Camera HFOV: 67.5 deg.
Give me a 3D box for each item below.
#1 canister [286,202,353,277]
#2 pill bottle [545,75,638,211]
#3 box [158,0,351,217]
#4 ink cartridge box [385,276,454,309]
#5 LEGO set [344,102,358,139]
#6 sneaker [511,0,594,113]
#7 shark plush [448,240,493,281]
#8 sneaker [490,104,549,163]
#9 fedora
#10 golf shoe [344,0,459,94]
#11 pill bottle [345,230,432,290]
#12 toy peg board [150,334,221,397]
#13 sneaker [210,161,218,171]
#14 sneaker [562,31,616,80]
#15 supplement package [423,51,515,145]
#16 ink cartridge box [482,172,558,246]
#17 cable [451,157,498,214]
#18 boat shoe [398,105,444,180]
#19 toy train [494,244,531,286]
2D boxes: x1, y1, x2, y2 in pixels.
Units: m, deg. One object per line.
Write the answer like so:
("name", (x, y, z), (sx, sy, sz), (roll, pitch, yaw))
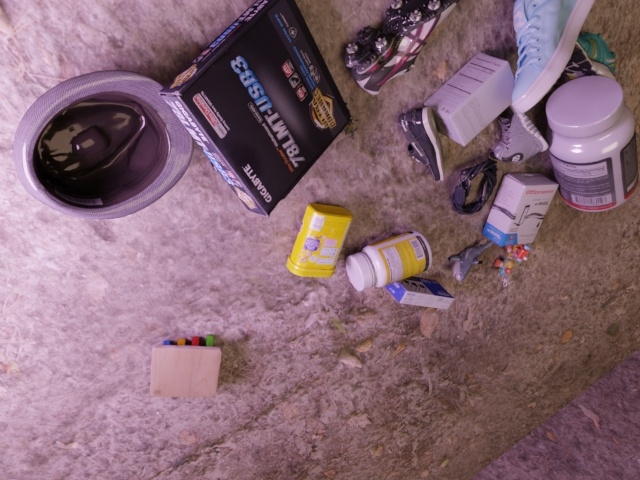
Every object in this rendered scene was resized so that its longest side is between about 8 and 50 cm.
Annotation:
("canister", (0.000, 0.000, 1.177), (0.126, 0.073, 0.169), (5, 117, -32))
("pill bottle", (0.742, -0.256, 1.313), (0.210, 0.210, 0.363), (-42, 135, 2))
("box", (-0.098, -0.247, 0.889), (0.293, 0.073, 0.295), (-53, 135, -21))
("ink cartridge box", (0.293, 0.150, 1.424), (0.207, 0.097, 0.046), (12, 114, -35))
("LEGO set", (0.056, -0.265, 1.067), (0.054, 0.023, 0.083), (-15, 114, -23))
("sneaker", (0.476, -0.455, 1.062), (0.150, 0.135, 0.365), (27, 77, 1))
("shark plush", (0.473, 0.061, 1.482), (0.161, 0.067, 0.073), (-31, 130, -7))
("sneaker", (0.490, -0.277, 1.260), (0.229, 0.086, 0.132), (37, 118, -27))
("fedora", (-0.372, -0.168, 0.821), (0.275, 0.124, 0.243), (-39, 133, -9))
("golf shoe", (0.174, -0.422, 0.988), (0.273, 0.105, 0.120), (-38, 147, 6))
("pill bottle", (0.182, 0.056, 1.284), (0.209, 0.119, 0.119), (-17, 127, -17))
("toy peg board", (-0.338, 0.309, 1.208), (0.161, 0.079, 0.161), (5, 118, -14))
("sneaker", (-0.202, -0.189, 0.959), (0.044, 0.040, 0.109), (-12, 126, -24))
("sneaker", (0.662, -0.480, 1.223), (0.276, 0.107, 0.109), (12, 90, -34))
("supplement package", (0.356, -0.332, 1.128), (0.179, 0.105, 0.105), (-42, 130, 3))
("ink cartridge box", (0.596, -0.093, 1.435), (0.148, 0.086, 0.203), (-6, 124, -26))
("cable", (0.432, -0.147, 1.338), (0.151, 0.047, 0.184), (-36, 140, -13))
("boat shoe", (0.256, -0.230, 1.177), (0.079, 0.083, 0.233), (-9, 144, 24))
("toy train", (0.606, 0.061, 1.535), (0.046, 0.125, 0.166), (21, 125, 2))
